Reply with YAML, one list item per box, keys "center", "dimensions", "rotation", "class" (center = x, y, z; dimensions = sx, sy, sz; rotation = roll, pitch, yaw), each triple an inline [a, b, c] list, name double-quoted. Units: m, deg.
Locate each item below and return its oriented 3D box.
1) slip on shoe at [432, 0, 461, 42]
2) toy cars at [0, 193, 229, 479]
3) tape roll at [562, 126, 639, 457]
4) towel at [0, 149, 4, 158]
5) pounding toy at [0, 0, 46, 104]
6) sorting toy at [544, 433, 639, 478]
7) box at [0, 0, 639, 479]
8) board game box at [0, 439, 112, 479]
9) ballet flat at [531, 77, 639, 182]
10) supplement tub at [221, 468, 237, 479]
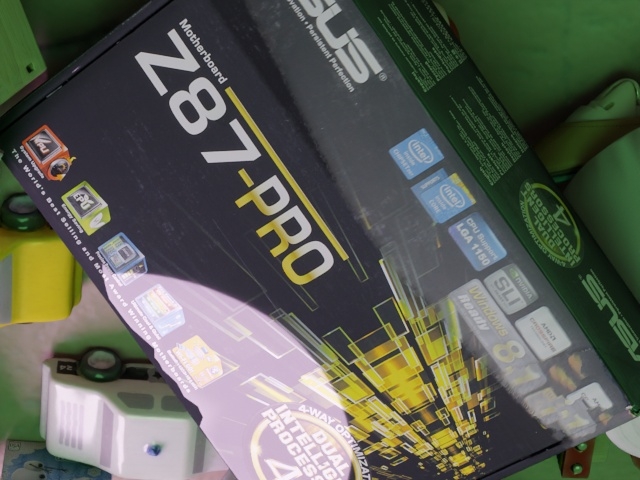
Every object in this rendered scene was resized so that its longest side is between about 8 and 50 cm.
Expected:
- center: [0.096, -0.036, 1.353]
  dimensions: [0.101, 0.123, 0.331]
  rotation: [-17, 127, -10]
  class: "slip on shoe"
- center: [-0.203, 0.090, 1.427]
  dimensions: [0.176, 0.087, 0.393]
  rotation: [-38, 117, 20]
  class: "toy cars"
- center: [0.302, 0.034, 1.322]
  dimensions: [0.246, 0.169, 0.246]
  rotation: [-7, 147, -4]
  class: "tape roll"
- center: [-0.289, -0.066, 1.271]
  dimensions: [0.144, 0.197, 0.029]
  rotation: [18, 80, -8]
  class: "towel"
- center: [-0.299, -0.194, 1.227]
  dimensions: [0.181, 0.094, 0.206]
  rotation: [14, 135, 40]
  class: "pounding toy"
- center: [0.172, 0.137, 1.505]
  dimensions: [0.274, 0.046, 0.132]
  rotation: [2, 123, -4]
  class: "sorting toy"
- center: [0.000, 0.000, 1.246]
  dimensions: [0.318, 0.097, 0.395]
  rotation: [-31, 97, 35]
  class: "box"
- center: [-0.216, 0.200, 1.497]
  dimensions: [0.090, 0.090, 0.020]
  rotation: [4, 122, -7]
  class: "board game box"
- center: [0.252, -0.093, 1.355]
  dimensions: [0.232, 0.080, 0.073]
  rotation: [-10, 95, 0]
  class: "ballet flat"
- center: [0.042, 0.317, 1.502]
  dimensions: [0.228, 0.228, 0.316]
  rotation: [-9, 127, 2]
  class: "supplement tub"
